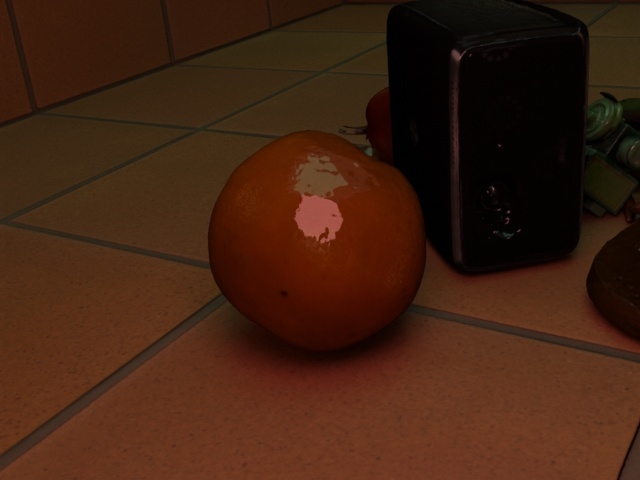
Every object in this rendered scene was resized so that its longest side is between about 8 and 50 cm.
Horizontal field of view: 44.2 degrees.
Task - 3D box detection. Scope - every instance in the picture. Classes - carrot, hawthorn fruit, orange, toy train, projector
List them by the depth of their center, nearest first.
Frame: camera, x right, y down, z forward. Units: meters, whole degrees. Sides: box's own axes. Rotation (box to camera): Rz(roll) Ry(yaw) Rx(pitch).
[{"bbox_3d":[0.000,0.000,1.096,0.312,0.312,0.312,-5,25,2],"label":"orange"},{"bbox_3d":[0.274,-0.204,1.362,0.242,0.395,0.405,-10,25,-7],"label":"projector"},{"bbox_3d":[0.560,-0.071,1.450,0.035,0.035,0.142,-2,29,8],"label":"carrot"},{"bbox_3d":[0.499,-0.173,1.479,0.159,0.188,0.272,29,11,-24],"label":"toy train"},{"bbox_3d":[0.182,-0.249,1.727,0.299,0.211,0.211,-8,23,18],"label":"hawthorn fruit"}]

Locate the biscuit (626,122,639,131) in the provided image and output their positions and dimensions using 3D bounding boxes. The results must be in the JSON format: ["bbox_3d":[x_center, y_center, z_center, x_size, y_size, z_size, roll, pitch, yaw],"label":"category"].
[{"bbox_3d":[0.720,-0.281,1.874,0.140,0.023,0.118,-3,26,8],"label":"biscuit"}]

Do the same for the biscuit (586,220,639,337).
[{"bbox_3d":[0.582,0.059,1.120,0.394,0.070,0.350,-20,31,-27],"label":"biscuit"}]

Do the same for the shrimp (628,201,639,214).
[{"bbox_3d":[0.648,-0.052,1.360,0.236,0.053,0.133,-1,-12,-5],"label":"shrimp"}]

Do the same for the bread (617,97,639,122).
[{"bbox_3d":[0.745,-0.301,1.783,0.301,0.045,0.301,-10,11,2],"label":"bread"}]

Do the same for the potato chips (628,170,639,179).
[{"bbox_3d":[0.650,-0.161,1.587,0.208,0.062,0.195,-26,35,-38],"label":"potato chips"}]
